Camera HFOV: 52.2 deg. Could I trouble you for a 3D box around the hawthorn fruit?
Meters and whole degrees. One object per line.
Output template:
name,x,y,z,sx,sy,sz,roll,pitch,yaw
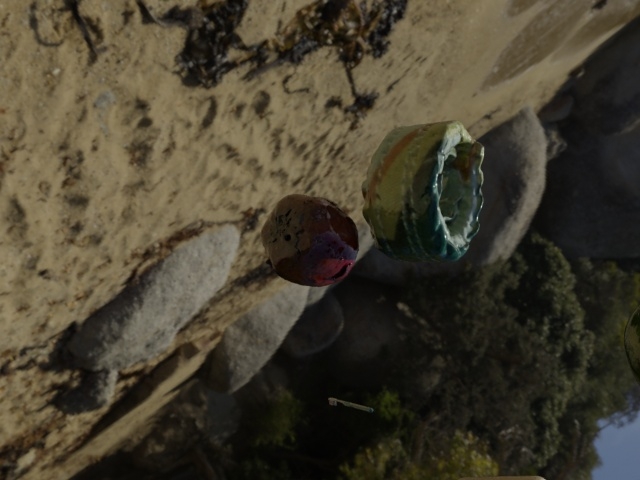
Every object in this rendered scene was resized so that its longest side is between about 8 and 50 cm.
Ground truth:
hawthorn fruit,0.000,0.000,1.260,0.181,0.181,0.235,-38,151,30

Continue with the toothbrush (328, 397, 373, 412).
toothbrush,0.058,0.332,1.312,0.011,0.014,0.167,-1,175,-28

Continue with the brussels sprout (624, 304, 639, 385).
brussels sprout,0.492,0.156,0.881,0.144,0.161,0.180,-44,143,-24

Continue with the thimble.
thimble,0.210,-0.098,1.286,0.167,0.254,0.288,3,-126,36

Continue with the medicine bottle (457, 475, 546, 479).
medicine bottle,0.355,0.466,1.128,0.252,0.114,0.114,-18,-174,36
